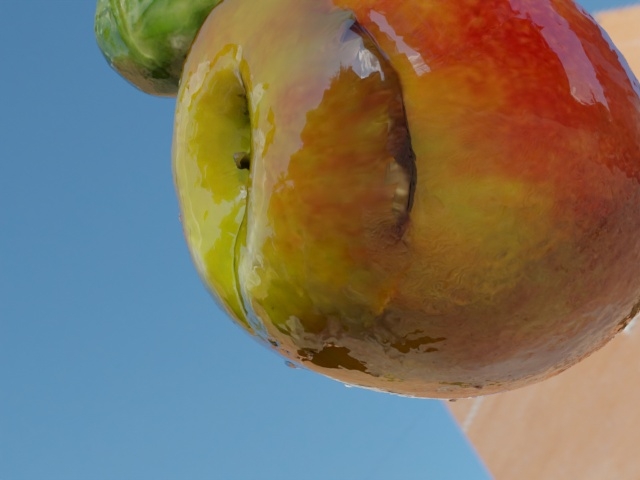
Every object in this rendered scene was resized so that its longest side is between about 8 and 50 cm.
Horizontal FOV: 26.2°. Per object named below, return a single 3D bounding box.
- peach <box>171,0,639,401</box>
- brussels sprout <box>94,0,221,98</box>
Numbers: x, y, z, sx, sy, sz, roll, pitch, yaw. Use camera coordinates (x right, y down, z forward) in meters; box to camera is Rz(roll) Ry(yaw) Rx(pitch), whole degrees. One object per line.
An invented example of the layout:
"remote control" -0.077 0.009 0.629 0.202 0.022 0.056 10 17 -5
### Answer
"peach" 0.079 -0.053 1.001 0.370 0.370 0.370 -23 -32 -15
"brussels sprout" -0.124 -0.198 1.180 0.155 0.155 0.117 -41 -3 15
